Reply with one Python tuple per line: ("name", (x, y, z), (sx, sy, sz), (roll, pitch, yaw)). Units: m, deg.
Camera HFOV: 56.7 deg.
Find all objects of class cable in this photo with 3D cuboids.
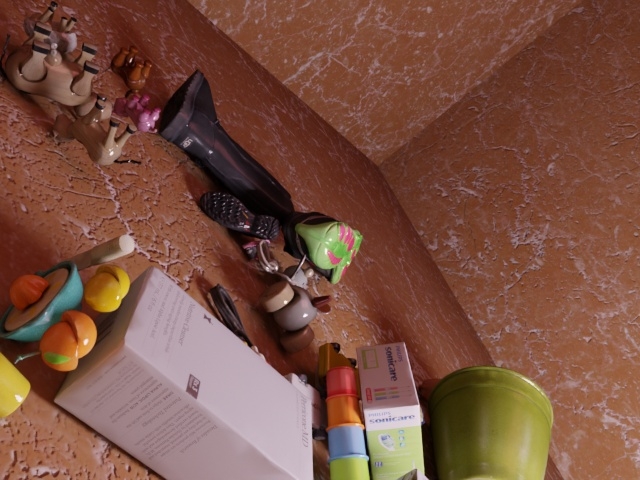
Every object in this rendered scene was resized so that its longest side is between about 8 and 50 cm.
("cable", (-0.153, 0.209, 1.255), (0.139, 0.072, 0.287), (41, 20, -46))

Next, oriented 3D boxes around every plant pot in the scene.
("plant pot", (0.468, 0.606, 1.647), (0.366, 0.366, 0.353), (48, 30, -13))

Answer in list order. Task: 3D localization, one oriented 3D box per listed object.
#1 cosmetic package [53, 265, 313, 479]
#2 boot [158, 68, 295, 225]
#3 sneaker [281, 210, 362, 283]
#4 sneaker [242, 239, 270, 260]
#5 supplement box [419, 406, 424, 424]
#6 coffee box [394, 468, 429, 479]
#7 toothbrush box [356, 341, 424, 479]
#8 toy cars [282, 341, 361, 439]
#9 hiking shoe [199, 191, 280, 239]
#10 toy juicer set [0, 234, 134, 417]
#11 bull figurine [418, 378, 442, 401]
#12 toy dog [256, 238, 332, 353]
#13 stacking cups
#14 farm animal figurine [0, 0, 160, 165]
("cosmetic package", (-0.190, 0.254, 0.940), (0.385, 0.156, 0.217), (43, 18, -22))
("boot", (-0.260, -0.269, 1.782), (0.445, 0.146, 0.367), (39, 30, -27))
("sneaker", (0.000, 0.000, 1.765), (0.202, 0.185, 0.483), (30, -8, 13))
("sneaker", (-0.170, 0.029, 1.618), (0.119, 0.047, 0.057), (-11, 80, -66))
("supplement box", (0.230, 0.483, 1.649), (0.083, 0.083, 0.056), (47, 19, -18))
("coffee box", (0.160, 0.605, 1.105), (0.119, 0.168, 0.297), (47, 19, -15))
("toothbrush box", (0.159, 0.408, 1.346), (0.206, 0.122, 0.283), (-93, 176, -61))
("toy cars", (-0.008, 0.338, 1.337), (0.393, 0.087, 0.177), (-20, 92, -68))
("hiking shoe", (-0.225, -0.055, 1.592), (0.226, 0.086, 0.114), (27, -19, -16))
("toy juicer set", (-0.354, 0.065, 0.810), (0.089, 0.209, 0.329), (52, 16, -29))
("bull figurine", (0.474, 0.511, 1.917), (0.188, 0.310, 0.101), (49, 55, -42))
("toy dog", (-0.044, 0.127, 1.501), (0.334, 0.160, 0.220), (-100, 164, -52))
("stacking cups", (0.050, 0.411, 1.195), (0.096, 0.096, 0.316), (32, 42, -46))
("farm animal figurine", (-0.508, -0.306, 1.248), (0.326, 0.172, 0.330), (29, 34, -25))
